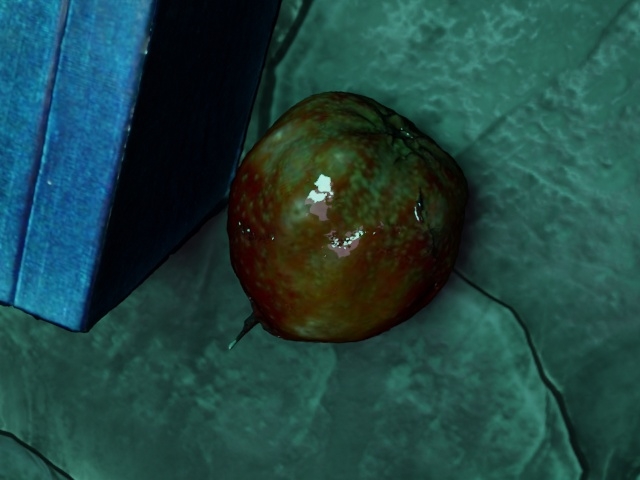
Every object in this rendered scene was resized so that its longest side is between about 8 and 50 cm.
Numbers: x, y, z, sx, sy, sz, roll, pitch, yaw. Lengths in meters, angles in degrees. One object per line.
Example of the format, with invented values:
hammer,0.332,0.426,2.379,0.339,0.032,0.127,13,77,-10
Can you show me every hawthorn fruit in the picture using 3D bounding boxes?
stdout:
hawthorn fruit,0.000,0.000,0.788,0.181,0.181,0.235,42,115,-3

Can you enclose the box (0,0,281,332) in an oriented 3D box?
box,-0.126,-0.115,0.714,0.116,0.279,0.261,20,114,9
